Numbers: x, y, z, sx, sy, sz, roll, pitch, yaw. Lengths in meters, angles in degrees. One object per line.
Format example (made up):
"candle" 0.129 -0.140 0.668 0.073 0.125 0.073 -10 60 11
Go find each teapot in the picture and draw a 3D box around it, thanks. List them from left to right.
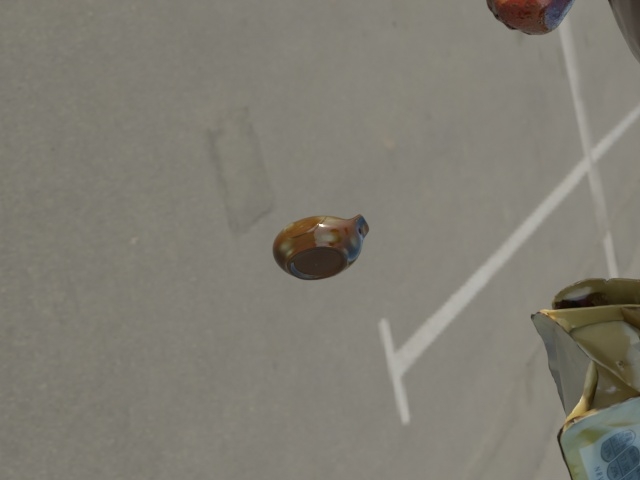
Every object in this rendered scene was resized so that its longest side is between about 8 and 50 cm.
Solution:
"teapot" 0.000 0.000 1.458 0.098 0.129 0.078 54 26 -42

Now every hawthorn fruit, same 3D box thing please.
"hawthorn fruit" 0.196 -0.236 1.025 0.093 0.093 0.093 -11 90 -67

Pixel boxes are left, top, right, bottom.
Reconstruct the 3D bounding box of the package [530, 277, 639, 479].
"package" 0.292 0.165 0.949 0.311 0.221 0.165 65 -3 -36

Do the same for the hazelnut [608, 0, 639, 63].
"hazelnut" 0.374 -0.190 0.665 0.353 0.420 0.421 94 -3 -65
